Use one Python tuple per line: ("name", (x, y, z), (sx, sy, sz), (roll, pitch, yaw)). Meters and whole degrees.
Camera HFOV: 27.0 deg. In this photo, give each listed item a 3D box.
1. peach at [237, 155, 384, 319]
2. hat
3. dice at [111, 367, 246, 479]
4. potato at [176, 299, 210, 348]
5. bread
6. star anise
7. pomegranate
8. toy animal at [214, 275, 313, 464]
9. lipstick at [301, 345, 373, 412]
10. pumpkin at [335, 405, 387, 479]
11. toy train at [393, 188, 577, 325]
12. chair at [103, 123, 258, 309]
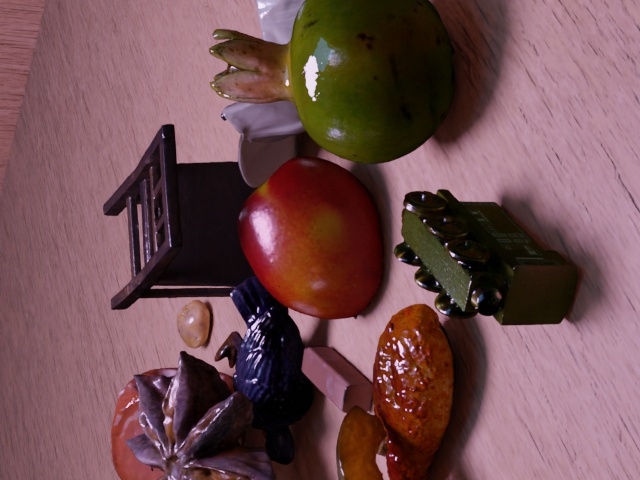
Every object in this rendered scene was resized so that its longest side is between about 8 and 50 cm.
("peach", (0.000, 0.000, 1.831), (0.190, 0.226, 0.196), (-41, 5, 16))
("hat", (-0.030, -0.201, 1.920), (0.301, 0.168, 0.258), (87, -168, -52))
("dice", (-0.225, 0.304, 2.147), (0.179, 0.174, 0.175), (-41, -48, -69))
("potato", (-0.224, 0.149, 2.370), (0.068, 0.062, 0.083), (-118, 14, -70))
("bread", (0.104, 0.201, 1.636), (0.139, 0.095, 0.269), (-111, 29, -53))
("star anise", (-0.172, 0.316, 1.947), (0.331, 0.117, 0.332), (13, 110, 40))
("pomegranate", (0.015, -0.208, 1.626), (0.236, 0.301, 0.236), (177, 90, -90))
("toy animal", (-0.078, 0.192, 1.984), (0.185, 0.122, 0.298), (-116, 26, -51))
("lipstick", (0.022, 0.192, 1.861), (0.145, 0.045, 0.045), (36, 119, 60))
("pumpkin", (0.106, 0.366, 1.536), (0.258, 0.095, 0.290), (66, 172, -26))
("toy train", (0.171, 0.015, 1.464), (0.225, 0.137, 0.090), (-124, 39, -57))
("chair", (-0.164, -0.027, 1.997), (0.416, 0.240, 0.203), (146, 122, -65))
